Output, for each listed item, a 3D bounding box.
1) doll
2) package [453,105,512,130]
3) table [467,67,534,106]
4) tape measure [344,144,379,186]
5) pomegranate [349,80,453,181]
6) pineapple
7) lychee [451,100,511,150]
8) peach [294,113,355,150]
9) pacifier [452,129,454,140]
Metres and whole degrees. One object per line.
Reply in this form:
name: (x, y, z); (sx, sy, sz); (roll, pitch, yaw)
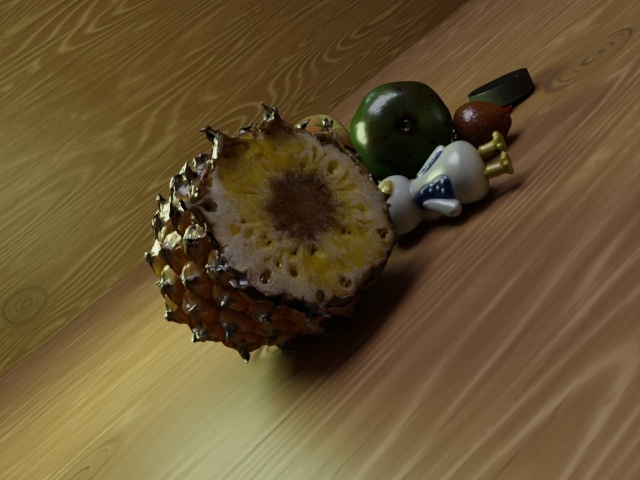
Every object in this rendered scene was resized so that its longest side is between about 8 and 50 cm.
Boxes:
doll: (0.167, -0.079, 1.054); (0.293, 0.119, 0.138); (-27, 53, 31)
package: (0.318, -0.245, 1.401); (0.083, 0.022, 0.200); (-43, 17, -22)
table: (0.384, -0.319, 1.392); (0.134, 0.043, 0.133); (-26, 14, 7)
tape measure: (0.012, -0.075, 1.231); (0.223, 0.202, 0.135); (-39, 16, -35)
pomegranate: (0.142, -0.192, 1.189); (0.187, 0.187, 0.225); (-38, 1, -5)
pineapple: (-0.085, 0.002, 0.975); (0.352, 0.352, 0.300); (-47, 8, -33)
lychee: (0.278, -0.196, 1.185); (0.140, 0.114, 0.101); (-22, -11, -9)
peach: (-0.008, -0.233, 1.838); (0.233, 0.232, 0.232); (-34, 15, 10)
pacifier: (0.268, -0.216, 1.348); (0.083, 0.064, 0.068); (-24, 37, 43)
